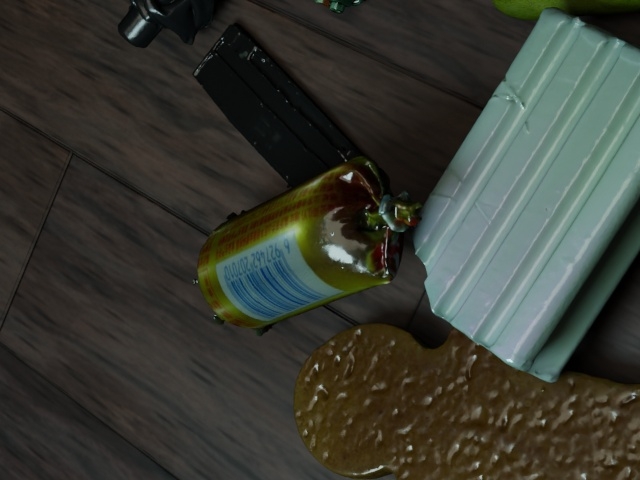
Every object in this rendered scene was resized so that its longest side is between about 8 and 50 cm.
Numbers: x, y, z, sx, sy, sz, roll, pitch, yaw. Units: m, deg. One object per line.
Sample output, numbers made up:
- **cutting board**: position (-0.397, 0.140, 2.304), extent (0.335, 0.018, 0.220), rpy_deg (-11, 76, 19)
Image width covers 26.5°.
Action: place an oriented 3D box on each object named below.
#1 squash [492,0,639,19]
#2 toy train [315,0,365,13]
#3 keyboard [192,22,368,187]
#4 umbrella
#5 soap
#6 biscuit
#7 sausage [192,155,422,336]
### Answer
- **squash**: position (0.245, -0.235, 1.235), extent (0.201, 0.066, 0.066), rpy_deg (3, 86, 33)
- **toy train**: position (0.020, -0.286, 1.402), extent (0.064, 0.044, 0.103), rpy_deg (18, 92, 36)
- **keyboard**: position (-0.045, -0.127, 1.441), extent (0.250, 0.017, 0.087), rpy_deg (47, 108, 27)
- **umbrella**: position (-0.125, -0.318, 1.465), extent (0.122, 0.110, 0.272), rpy_deg (41, 112, -7)
- **soap**: position (0.204, -0.041, 1.194), extent (0.173, 0.095, 0.289), rpy_deg (34, 94, 36)
- **biscuit**: position (0.163, 0.185, 1.240), extent (0.432, 0.064, 0.283), rpy_deg (12, 81, 34)
- **sausage**: position (0.001, -0.002, 1.269), extent (0.317, 0.117, 0.125), rpy_deg (-23, 51, 57)
